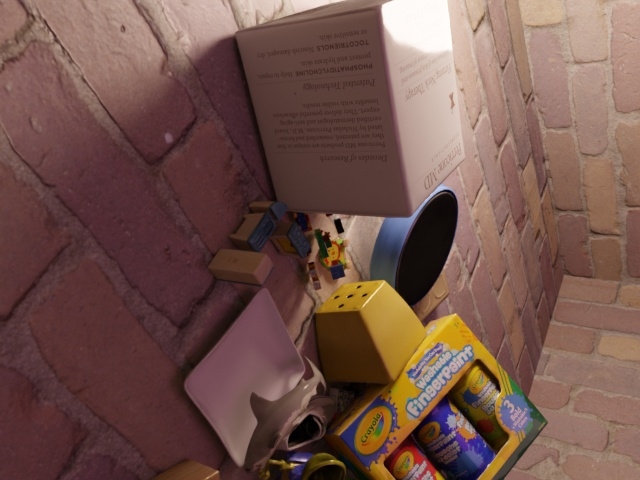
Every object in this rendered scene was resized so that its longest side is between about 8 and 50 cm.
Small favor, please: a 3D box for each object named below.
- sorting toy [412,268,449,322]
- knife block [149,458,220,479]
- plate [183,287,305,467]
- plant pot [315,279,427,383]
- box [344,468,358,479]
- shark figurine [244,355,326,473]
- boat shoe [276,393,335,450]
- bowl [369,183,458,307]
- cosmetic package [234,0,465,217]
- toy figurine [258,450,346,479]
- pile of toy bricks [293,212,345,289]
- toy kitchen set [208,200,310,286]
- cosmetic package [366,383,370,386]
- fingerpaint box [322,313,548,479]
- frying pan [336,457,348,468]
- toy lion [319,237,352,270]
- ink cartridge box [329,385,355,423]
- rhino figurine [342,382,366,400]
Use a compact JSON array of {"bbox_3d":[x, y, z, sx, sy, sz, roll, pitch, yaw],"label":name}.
[{"bbox_3d":[0.316,0.159,1.921,0.307,0.041,0.228,-34,119,-41],"label":"sorting toy"},{"bbox_3d":[-0.318,0.477,0.997,0.242,0.088,0.275,56,51,-43],"label":"knife block"},{"bbox_3d":[-0.156,0.283,1.243,0.277,0.045,0.277,-51,134,-37],"label":"plate"},{"bbox_3d":[0.108,0.218,1.495,0.212,0.212,0.187,-41,113,-45],"label":"plant pot"},{"bbox_3d":[0.218,0.648,1.644,0.127,0.262,0.231,47,56,-48],"label":"box"},{"bbox_3d":[-0.084,0.340,1.239,0.278,0.116,0.166,-48,166,-30],"label":"shark figurine"},{"bbox_3d":[-0.029,0.437,1.410,0.268,0.088,0.096,3,92,-55],"label":"boat shoe"},{"bbox_3d":[0.279,0.015,1.692,0.391,0.077,0.390,-34,136,-41],"label":"bowl"},{"bbox_3d":[0.082,-0.296,1.256,0.329,0.328,0.393,-42,127,-47],"label":"cosmetic package"},{"bbox_3d":[-0.076,0.531,1.306,0.217,0.192,0.362,-95,-160,-62],"label":"toy figurine"},{"bbox_3d":[0.000,0.000,1.401,0.105,0.118,0.212,-106,180,-78],"label":"pile of toy bricks"},{"bbox_3d":[-0.098,0.034,1.225,0.207,0.122,0.166,-61,139,-30],"label":"toy kitchen set"},{"bbox_3d":[0.222,0.411,1.747,0.231,0.118,0.085,-20,111,-51],"label":"cosmetic package"},{"bbox_3d":[0.291,0.471,1.488,0.445,0.163,0.371,-39,88,-23],"label":"fingerpaint box"},{"bbox_3d":[0.096,0.583,1.566,0.326,0.197,0.053,-57,178,-30],"label":"frying pan"},{"bbox_3d":[0.035,0.041,1.502,0.096,0.034,0.100,-31,120,-42],"label":"toy lion"},{"bbox_3d":[0.051,0.446,1.549,0.029,0.063,0.114,8,87,-56],"label":"ink cartridge box"},{"bbox_3d":[0.131,0.351,1.623,0.073,0.106,0.243,43,57,-16],"label":"rhino figurine"}]
